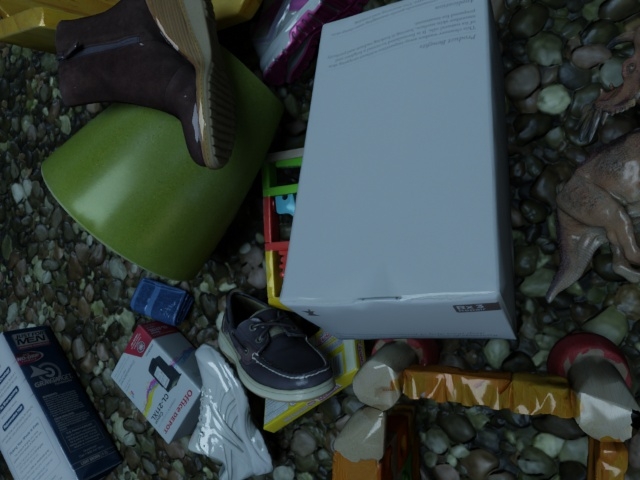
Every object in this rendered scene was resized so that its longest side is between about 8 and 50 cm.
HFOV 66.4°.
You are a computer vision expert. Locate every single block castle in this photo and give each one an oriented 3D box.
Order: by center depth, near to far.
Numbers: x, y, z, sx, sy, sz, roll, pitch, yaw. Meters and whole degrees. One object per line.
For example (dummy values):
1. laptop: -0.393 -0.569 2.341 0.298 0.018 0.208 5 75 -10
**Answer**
1. block castle: 0.191 0.333 0.574 0.303 0.213 0.453 0 92 23

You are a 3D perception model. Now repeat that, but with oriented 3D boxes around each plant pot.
1. plant pot: -0.199 -0.137 0.741 0.293 0.275 0.275 -47 71 5

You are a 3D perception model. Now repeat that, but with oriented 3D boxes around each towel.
1. towel: -0.295 0.112 0.898 0.119 0.029 0.067 14 73 25

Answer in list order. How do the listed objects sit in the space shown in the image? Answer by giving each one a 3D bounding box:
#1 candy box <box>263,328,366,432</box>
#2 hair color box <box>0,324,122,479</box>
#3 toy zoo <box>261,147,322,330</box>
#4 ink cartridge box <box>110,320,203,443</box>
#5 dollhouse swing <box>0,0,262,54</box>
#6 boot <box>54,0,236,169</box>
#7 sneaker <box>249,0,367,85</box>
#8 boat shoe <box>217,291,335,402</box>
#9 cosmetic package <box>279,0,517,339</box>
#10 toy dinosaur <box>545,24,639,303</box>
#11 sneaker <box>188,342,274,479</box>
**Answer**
1. candy box: -0.014 0.194 0.722 0.206 0.027 0.105 -41 29 30
2. hair color box: -0.570 0.366 1.003 0.174 0.105 0.347 -45 72 19
3. toy zoo: 0.000 0.000 0.762 0.192 0.030 0.293 -4 88 27
4. ink cartridge box: -0.272 0.247 0.874 0.175 0.072 0.127 38 105 22
5. dollhouse swing: -0.272 -0.452 0.666 0.305 0.315 0.347 4 92 54
6. boot: -0.220 -0.188 0.612 0.206 0.090 0.248 -12 81 11
7. sneaker: -0.022 -0.362 0.734 0.252 0.103 0.111 -41 75 20
8. boat shoe: -0.078 0.142 0.706 0.285 0.102 0.092 16 113 60
9. cosmetic package: 0.103 -0.087 0.568 0.217 0.156 0.385 -4 66 27
10. toy dinosaur: 0.336 -0.072 0.552 0.200 0.127 0.296 49 122 26
11. sneaker: -0.161 0.279 0.770 0.115 0.090 0.232 -23 89 -15
